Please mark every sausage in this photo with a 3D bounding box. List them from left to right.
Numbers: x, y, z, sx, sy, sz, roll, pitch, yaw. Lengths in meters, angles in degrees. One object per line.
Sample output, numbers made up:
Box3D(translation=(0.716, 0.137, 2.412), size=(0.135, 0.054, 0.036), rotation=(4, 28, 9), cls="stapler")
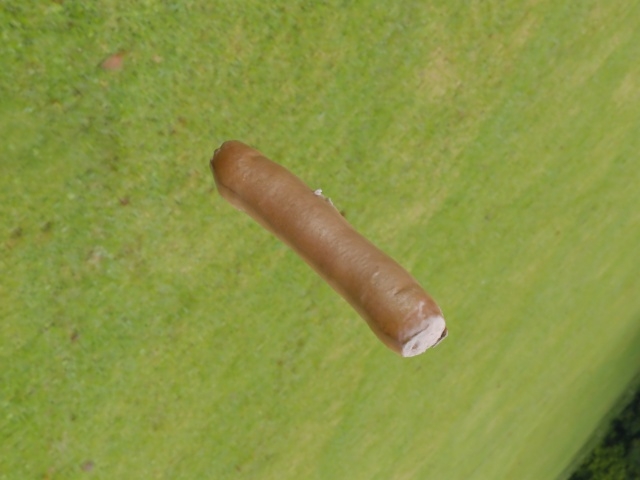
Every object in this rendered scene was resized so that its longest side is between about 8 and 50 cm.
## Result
Box3D(translation=(0.000, 0.000, 1.197), size=(0.094, 0.419, 0.094), rotation=(-39, 150, -20), cls="sausage")
